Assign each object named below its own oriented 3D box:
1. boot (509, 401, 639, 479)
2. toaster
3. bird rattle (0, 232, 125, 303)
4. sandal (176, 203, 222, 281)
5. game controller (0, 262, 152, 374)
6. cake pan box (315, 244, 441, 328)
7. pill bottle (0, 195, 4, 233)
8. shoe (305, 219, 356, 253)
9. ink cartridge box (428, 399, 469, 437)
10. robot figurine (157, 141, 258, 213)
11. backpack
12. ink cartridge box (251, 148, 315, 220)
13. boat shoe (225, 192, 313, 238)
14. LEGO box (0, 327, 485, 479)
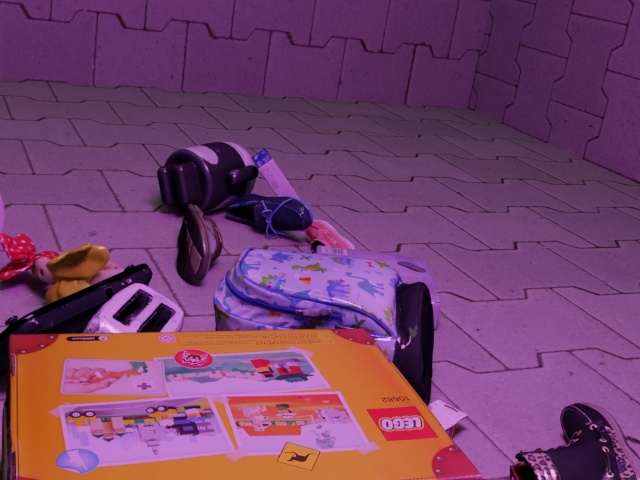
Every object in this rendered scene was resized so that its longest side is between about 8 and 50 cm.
[{"bbox_3d":[0.364,0.317,1.252,0.179,0.085,0.236,2,21,-11],"label":"boot"},{"bbox_3d":[-0.292,0.164,1.255,0.129,0.146,0.227,34,21,-1],"label":"toaster"},{"bbox_3d":[-0.483,0.063,1.589,0.253,0.143,0.207,8,4,38],"label":"bird rattle"},{"bbox_3d":[-0.255,-0.004,1.818,0.086,0.120,0.303,18,17,-17],"label":"sandal"},{"bbox_3d":[-0.408,0.124,1.356,0.166,0.067,0.319,-29,0,32],"label":"game controller"},{"bbox_3d":[0.108,0.093,1.773,0.267,0.070,0.246,7,18,-5],"label":"cake pan box"},{"bbox_3d":[-0.801,-0.059,1.632,0.318,0.176,0.176,14,21,11],"label":"pill bottle"},{"bbox_3d":[0.000,0.000,1.977,0.081,0.063,0.178,-2,27,-39],"label":"shoe"},{"bbox_3d":[0.177,0.291,1.321,0.063,0.029,0.115,24,24,36],"label":"ink cartridge box"},{"bbox_3d":[-0.286,-0.157,2.134,0.209,0.173,0.278,38,31,20],"label":"robot figurine"},{"bbox_3d":[-0.002,0.140,1.391,0.355,0.273,0.290,-6,21,14],"label":"backpack"},{"bbox_3d":[-0.093,-0.128,2.110,0.046,0.207,0.097,-35,26,0],"label":"ink cartridge box"},{"bbox_3d":[-0.128,-0.053,2.048,0.258,0.109,0.089,4,26,46],"label":"boat shoe"},{"bbox_3d":[-0.116,0.273,1.003,0.500,0.193,0.372,1,21,-20],"label":"LEGO box"}]
